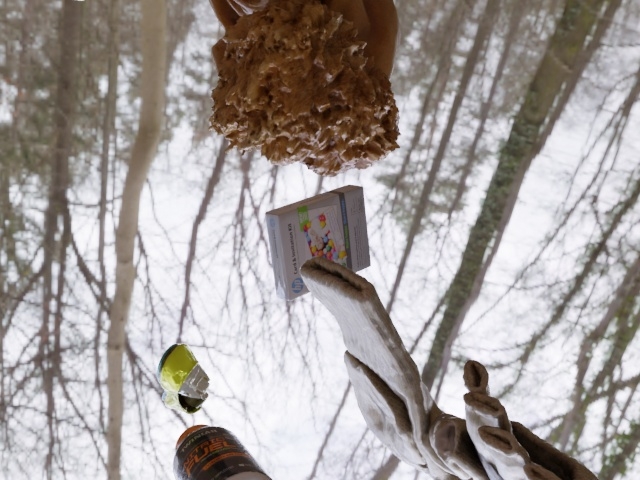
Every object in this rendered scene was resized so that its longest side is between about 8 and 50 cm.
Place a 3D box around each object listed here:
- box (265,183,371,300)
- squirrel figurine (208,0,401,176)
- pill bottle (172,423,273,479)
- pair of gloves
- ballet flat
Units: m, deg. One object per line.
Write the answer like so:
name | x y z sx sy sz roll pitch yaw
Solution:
box | 0.000 0.000 1.361 0.186 0.145 0.038 -20 -159 -37
squirrel figurine | -0.036 -0.280 1.029 0.281 0.370 0.396 -19 -118 5
pill bottle | -0.171 0.395 1.399 0.131 0.130 0.246 -4 -167 -25
pair of gloves | 0.081 0.123 0.491 0.042 0.204 0.240 -39 -140 -14
ballet flat | -0.217 0.232 1.360 0.077 0.231 0.077 31 -117 7
